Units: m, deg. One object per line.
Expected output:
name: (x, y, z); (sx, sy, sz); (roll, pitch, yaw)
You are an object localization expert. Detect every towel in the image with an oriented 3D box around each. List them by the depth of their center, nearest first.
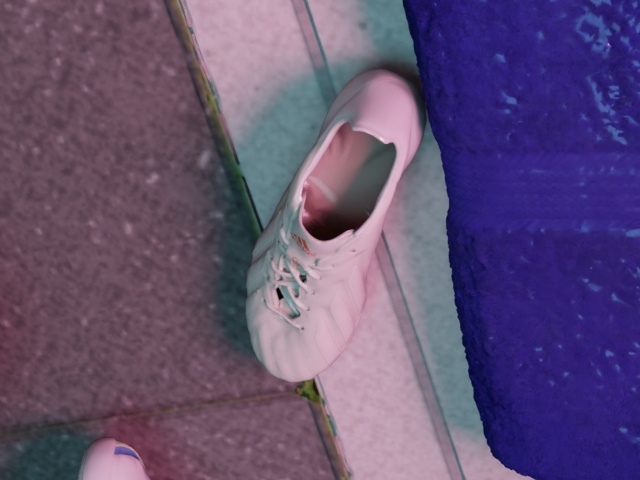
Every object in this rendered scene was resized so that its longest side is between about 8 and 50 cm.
towel: (0.170, -0.020, 0.936); (0.228, 0.076, 0.308); (2, 117, 25)

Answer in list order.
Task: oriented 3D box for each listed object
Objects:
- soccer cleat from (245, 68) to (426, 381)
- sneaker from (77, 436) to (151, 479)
soccer cleat: (0.000, 0.000, 0.993); (0.068, 0.076, 0.196); (24, 121, 5)
sneaker: (-0.063, 0.215, 1.133); (0.126, 0.091, 0.240); (-12, 113, 3)
